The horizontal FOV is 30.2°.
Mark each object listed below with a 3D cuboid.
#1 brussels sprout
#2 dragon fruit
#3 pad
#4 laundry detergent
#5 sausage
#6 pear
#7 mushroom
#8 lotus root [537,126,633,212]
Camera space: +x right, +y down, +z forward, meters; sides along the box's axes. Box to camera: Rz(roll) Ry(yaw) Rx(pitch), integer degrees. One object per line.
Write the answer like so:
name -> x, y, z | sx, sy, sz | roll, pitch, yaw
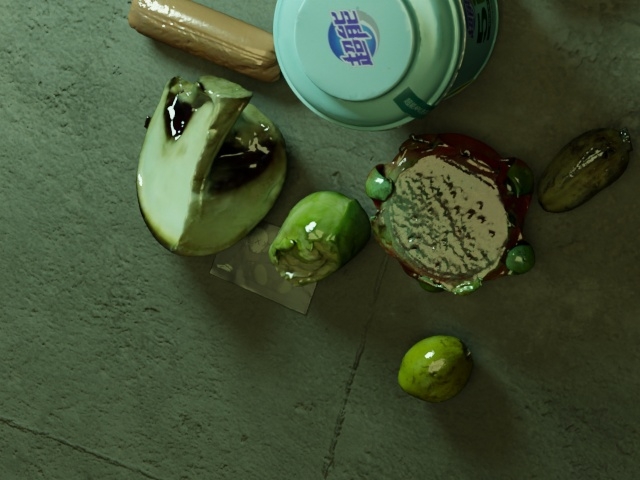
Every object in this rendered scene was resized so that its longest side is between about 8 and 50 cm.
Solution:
brussels sprout -> 0.003, -0.006, 1.945 | 0.131, 0.145, 0.183 | 37, 146, -14
dragon fruit -> 0.213, -0.041, 1.883 | 0.295, 0.130, 0.268 | 38, 106, 8
pad -> -0.089, 0.036, 2.045 | 0.190, 0.004, 0.127 | 22, 103, 11
laundry detergent -> 0.096, -0.317, 1.768 | 0.287, 0.305, 0.287 | 6, 107, 19
sausage -> -0.191, -0.346, 1.980 | 0.289, 0.086, 0.086 | 24, 103, 13
pear -> 0.190, 0.210, 1.937 | 0.131, 0.107, 0.107 | -27, 90, 26
mushroom -> -0.185, -0.145, 1.994 | 0.217, 0.212, 0.292 | 41, 128, 53
lotus root -> 0.409, -0.113, 1.844 | 0.179, 0.080, 0.089 | -40, 108, 21
